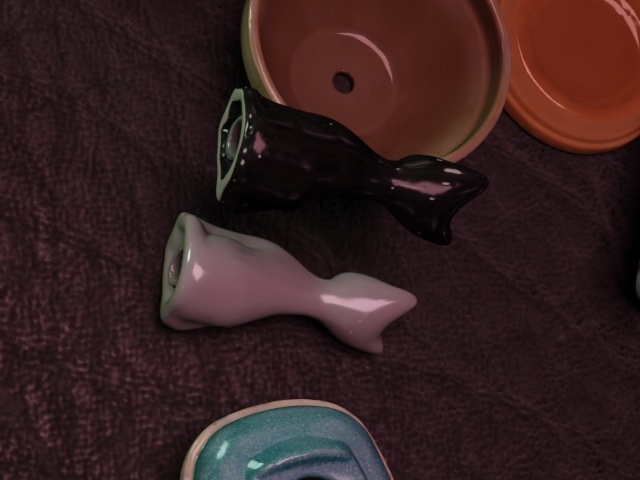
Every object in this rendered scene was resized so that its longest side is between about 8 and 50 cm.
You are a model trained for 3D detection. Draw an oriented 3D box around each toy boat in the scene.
[{"bbox_3d":[-0.064,0.264,1.090,0.318,0.148,0.267,-12,79,-24],"label":"toy boat"}]

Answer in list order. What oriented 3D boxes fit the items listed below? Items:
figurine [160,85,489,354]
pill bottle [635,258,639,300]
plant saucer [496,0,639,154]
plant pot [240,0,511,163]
[{"bbox_3d":[0.000,0.000,1.179,0.209,0.215,0.092,14,37,-19],"label":"figurine"},{"bbox_3d":[0.391,-0.064,1.350,0.161,0.161,0.283,21,69,-14],"label":"pill bottle"},{"bbox_3d":[0.247,-0.181,1.400,0.200,0.037,0.200,6,73,-18],"label":"plant saucer"},{"bbox_3d":[0.035,-0.153,1.272,0.237,0.110,0.237,6,72,-19],"label":"plant pot"}]
